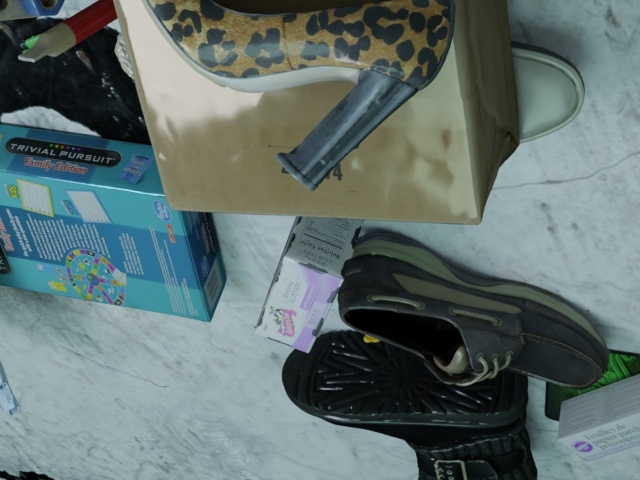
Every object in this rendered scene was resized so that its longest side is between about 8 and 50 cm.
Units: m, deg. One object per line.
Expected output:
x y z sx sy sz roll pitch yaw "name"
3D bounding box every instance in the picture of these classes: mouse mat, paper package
0.372 0.199 1.674 0.152 0.007 0.190 8 141 15 "mouse mat"
-0.002 -0.180 1.157 0.325 0.168 0.309 2 121 22 "paper package"

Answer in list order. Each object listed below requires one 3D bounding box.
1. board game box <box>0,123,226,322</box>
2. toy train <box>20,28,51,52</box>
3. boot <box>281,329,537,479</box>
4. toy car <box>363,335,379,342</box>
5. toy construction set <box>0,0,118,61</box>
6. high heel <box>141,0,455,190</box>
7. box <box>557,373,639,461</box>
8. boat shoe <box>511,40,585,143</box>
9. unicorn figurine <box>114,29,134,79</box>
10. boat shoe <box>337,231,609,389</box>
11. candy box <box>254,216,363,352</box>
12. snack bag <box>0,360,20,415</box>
-0.305 -0.025 1.627 0.336 0.079 0.254 9 142 13 "board game box"
-0.306 -0.224 1.426 0.083 0.017 0.024 -12 124 35 "toy train"
0.127 0.262 1.759 0.348 0.131 0.260 8 142 14 "boot"
0.113 0.125 1.657 0.122 0.060 0.040 4 110 9 "toy car"
-0.353 -0.252 1.159 0.309 0.237 0.257 32 142 20 "toy construction set"
-0.024 -0.193 1.029 0.186 0.093 0.261 -44 79 9 "high heel"
0.438 0.196 1.583 0.063 0.067 0.324 35 138 -24 "box"
0.107 -0.148 1.295 0.335 0.095 0.112 -6 112 25 "boat shoe"
-0.171 -0.175 1.391 0.111 0.060 0.162 18 143 1 "unicorn figurine"
0.177 0.118 1.552 0.355 0.130 0.132 21 144 -2 "boat shoe"
0.000 0.000 1.425 0.070 0.196 0.165 21 144 -2 "candy box"
-0.553 0.057 1.746 0.342 0.037 0.323 27 140 31 "snack bag"
